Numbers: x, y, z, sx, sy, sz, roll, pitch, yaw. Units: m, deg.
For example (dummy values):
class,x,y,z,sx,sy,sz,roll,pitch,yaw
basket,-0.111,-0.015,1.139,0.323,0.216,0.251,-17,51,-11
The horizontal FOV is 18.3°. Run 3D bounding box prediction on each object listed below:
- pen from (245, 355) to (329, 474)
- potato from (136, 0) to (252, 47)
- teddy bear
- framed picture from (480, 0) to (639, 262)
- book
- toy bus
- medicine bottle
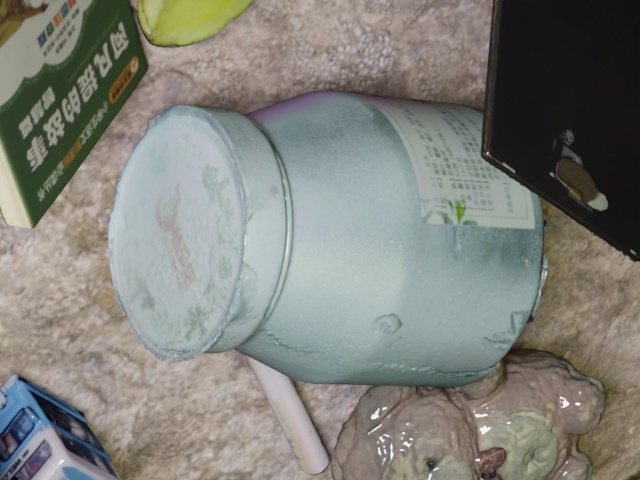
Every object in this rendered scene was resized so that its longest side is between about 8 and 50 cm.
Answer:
class,x,y,z,sx,sy,sz,roll,pitch,yaw
pen,-0.043,0.126,1.810,0.033,0.033,0.269,-35,134,-13
potato,-0.076,-0.238,1.530,0.119,0.054,0.198,13,114,-46
teddy bear,0.141,0.193,1.914,0.267,0.151,0.236,-15,125,-33
framed picture,0.218,-0.172,1.681,0.244,0.013,0.324,30,59,-44
book,-0.204,-0.171,1.421,0.202,0.027,0.264,-61,148,-42
toy bus,-0.297,0.264,1.641,0.297,0.131,0.106,-49,136,2
medicine bottle,0.000,0.000,1.608,0.290,0.245,0.245,1,117,-39
